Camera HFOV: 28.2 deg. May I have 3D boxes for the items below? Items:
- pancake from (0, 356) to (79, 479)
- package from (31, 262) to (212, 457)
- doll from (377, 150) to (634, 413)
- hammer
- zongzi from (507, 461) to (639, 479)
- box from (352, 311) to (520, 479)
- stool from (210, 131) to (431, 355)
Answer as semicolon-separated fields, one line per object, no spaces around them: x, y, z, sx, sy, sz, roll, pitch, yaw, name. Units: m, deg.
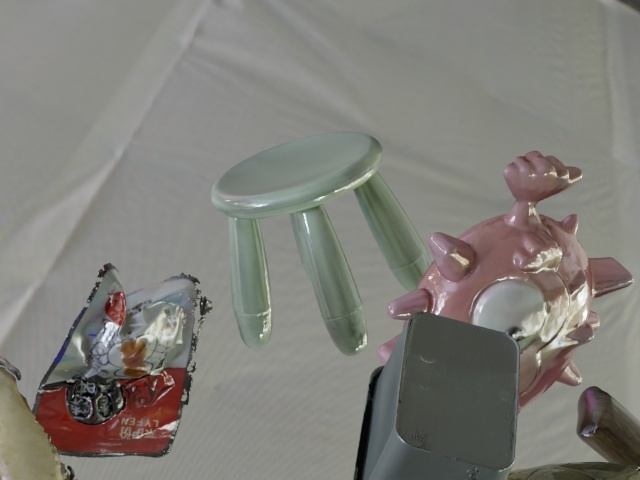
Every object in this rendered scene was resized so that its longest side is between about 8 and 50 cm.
-0.307;0.275;1.041;0.071;0.382;0.382;2;-140;-47;pancake
-0.245;0.153;1.579;0.194;0.269;0.071;12;-153;-16;package
0.136;0.052;0.954;0.211;0.262;0.093;-4;-146;-31;doll
0.419;0.299;1.292;0.409;0.095;0.242;42;-145;-4;hammer
0.192;0.236;1.114;0.204;0.205;0.094;-14;-89;-49;zongzi
0.068;0.101;0.708;0.084;0.069;0.122;13;-137;-2;box
0.000;0.000;1.418;0.195;0.198;0.195;-1;-153;40;stool
